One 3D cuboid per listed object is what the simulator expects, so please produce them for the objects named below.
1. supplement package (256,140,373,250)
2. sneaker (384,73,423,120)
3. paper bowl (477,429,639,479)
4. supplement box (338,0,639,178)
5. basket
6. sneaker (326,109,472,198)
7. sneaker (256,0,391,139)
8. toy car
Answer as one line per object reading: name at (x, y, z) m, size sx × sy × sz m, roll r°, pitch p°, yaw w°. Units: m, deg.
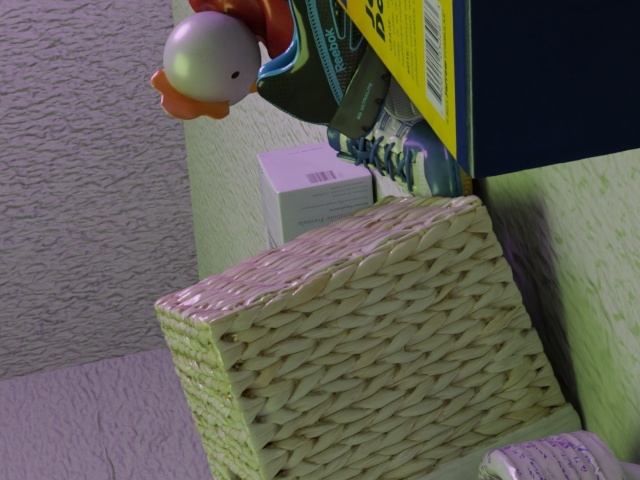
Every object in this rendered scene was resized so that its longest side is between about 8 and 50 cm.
supplement package at (0.000, 0.000, 2.267) m, size 0.134 × 0.139 × 0.244 m, roll -119°, pitch 20°, yaw -59°
sneaker at (0.089, -0.260, 1.774) m, size 0.091 × 0.094 × 0.258 m, roll -11°, pitch -86°, yaw -83°
paper bowl at (0.239, 0.301, 1.355) m, size 0.284 × 0.148 × 0.284 m, roll 167°, pitch 90°, yaw -82°
supplement box at (0.142, -0.225, 1.234) m, size 0.356 × 0.194 × 0.195 m, roll -119°, pitch 21°, yaw -56°
basket at (0.028, 0.133, 1.646) m, size 0.266 × 0.331 × 0.328 m, roll 67°, pitch 166°, yaw -8°
sneaker at (0.078, -0.103, 1.820) m, size 0.296 × 0.131 × 0.112 m, roll -120°, pitch 24°, yaw -55°
sneaker at (0.036, -0.275, 1.645) m, size 0.125 × 0.139 × 0.341 m, roll -91°, pitch 18°, yaw -74°
toy car at (-0.089, -0.220, 1.849) m, size 0.238 × 0.210 × 0.219 m, roll -59°, pitch -11°, yaw -20°
